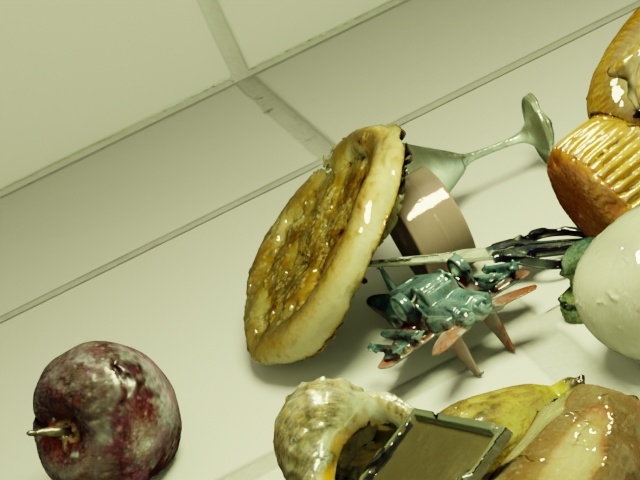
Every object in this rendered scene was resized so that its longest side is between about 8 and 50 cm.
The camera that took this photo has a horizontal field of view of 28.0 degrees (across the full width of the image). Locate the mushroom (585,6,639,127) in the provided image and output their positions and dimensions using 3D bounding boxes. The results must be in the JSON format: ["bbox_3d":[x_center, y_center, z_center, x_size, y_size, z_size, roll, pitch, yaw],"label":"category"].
[{"bbox_3d":[0.504,-0.207,1.567,0.345,0.260,0.346,-8,59,14],"label":"mushroom"}]

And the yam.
[{"bbox_3d":[0.196,0.229,1.075,0.128,0.129,0.238,21,44,25],"label":"yam"}]

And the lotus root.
[{"bbox_3d":[0.183,0.190,1.245,0.190,0.094,0.108,-23,56,-28],"label":"lotus root"}]

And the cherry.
[{"bbox_3d":[-0.257,0.212,1.554,0.195,0.195,0.195,-22,20,8],"label":"cherry"}]

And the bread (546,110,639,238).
[{"bbox_3d":[0.351,-0.052,1.515,0.104,0.199,0.199,-36,21,-6],"label":"bread"}]

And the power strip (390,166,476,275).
[{"bbox_3d":[0.141,-0.021,1.718,0.078,0.154,0.154,-28,20,-6],"label":"power strip"}]

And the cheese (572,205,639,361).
[{"bbox_3d":[0.357,0.041,1.316,0.189,0.154,0.198,-35,22,-11],"label":"cheese"}]

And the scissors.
[{"bbox_3d":[0.204,0.016,1.623,0.299,0.022,0.109,-4,22,1],"label":"scissors"}]

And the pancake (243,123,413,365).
[{"bbox_3d":[0.001,0.001,1.710,0.382,0.071,0.382,-52,19,25],"label":"pancake"}]

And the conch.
[{"bbox_3d":[0.028,0.218,1.283,0.155,0.130,0.207,-31,31,22],"label":"conch"}]

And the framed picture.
[{"bbox_3d":[0.040,0.263,1.115,0.281,0.019,0.209,-51,12,-12],"label":"framed picture"}]

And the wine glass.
[{"bbox_3d":[0.226,-0.123,1.907,0.232,0.156,0.156,-22,20,-2],"label":"wine glass"}]

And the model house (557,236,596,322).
[{"bbox_3d":[0.306,0.043,1.469,0.078,0.083,0.066,-8,27,36],"label":"model house"}]

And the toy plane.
[{"bbox_3d":[0.123,0.078,1.563,0.223,0.104,0.326,-32,21,-19],"label":"toy plane"}]
